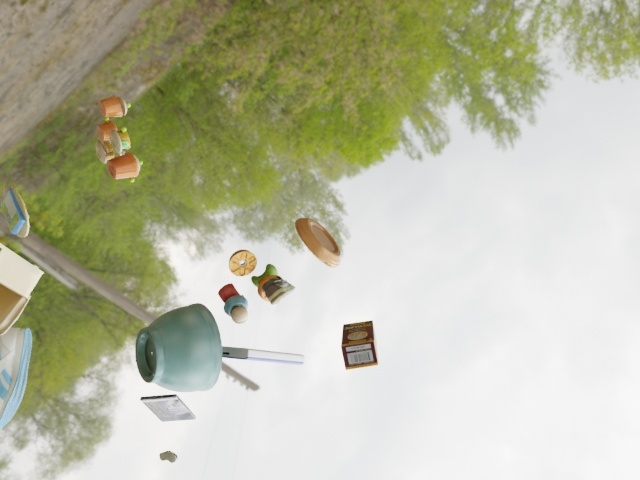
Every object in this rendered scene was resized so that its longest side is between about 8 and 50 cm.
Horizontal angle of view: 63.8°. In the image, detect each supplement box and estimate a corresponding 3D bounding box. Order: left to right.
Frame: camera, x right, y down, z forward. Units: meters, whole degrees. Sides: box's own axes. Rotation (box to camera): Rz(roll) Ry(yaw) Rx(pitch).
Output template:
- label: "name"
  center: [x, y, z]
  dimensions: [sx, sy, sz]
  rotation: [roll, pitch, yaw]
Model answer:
- label: "supplement box"
  center: [0.123, 0.323, 1.606]
  dimensions: [0.103, 0.081, 0.188]
  rotation: [-10, -170, 6]

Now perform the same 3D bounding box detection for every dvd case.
- label: "dvd case"
  center: [-0.653, 0.725, 2.215]
  dimensions: [0.164, 0.221, 0.018]
  rotation: [-7, -134, 9]

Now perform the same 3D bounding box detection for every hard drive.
- label: "hard drive"
  center: [-0.235, 0.420, 1.880]
  dimensions: [0.210, 0.318, 0.041]
  rotation: [-4, -106, 34]

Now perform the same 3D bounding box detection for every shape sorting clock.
- label: "shape sorting clock"
  center: [-1.164, -0.112, 1.963]
  dimensions: [0.206, 0.207, 0.040]
  rotation: [-25, 175, 42]

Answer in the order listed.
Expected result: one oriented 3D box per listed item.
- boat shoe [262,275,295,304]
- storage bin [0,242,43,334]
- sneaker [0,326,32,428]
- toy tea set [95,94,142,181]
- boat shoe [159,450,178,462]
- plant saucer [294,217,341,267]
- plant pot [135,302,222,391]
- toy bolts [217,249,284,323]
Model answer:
- label: "boat shoe"
  center: [-0.131, 0.145, 1.580]
  dimensions: [0.080, 0.073, 0.223]
  rotation: [-37, 177, 3]
- label: "storage bin"
  center: [-0.608, 0.022, 0.763]
  dimensions: [0.260, 0.262, 0.123]
  rotation: [0, -125, 29]
- label: "sneaker"
  center: [-0.737, 0.315, 1.184]
  dimensions: [0.087, 0.092, 0.229]
  rotation: [126, -33, -66]
- label: "toy tea set"
  center: [-0.727, -0.373, 1.889]
  dimensions: [0.124, 0.200, 0.336]
  rotation: [-24, 160, -36]
- label: "boat shoe"
  center: [-0.645, 0.926, 2.210]
  dimensions: [0.125, 0.046, 0.038]
  rotation: [-21, 171, 40]
- label: "plant saucer"
  center: [0.000, 0.000, 1.640]
  dimensions: [0.037, 0.200, 0.200]
  rotation: [-42, -157, 16]
- label: "plant pot"
  center: [-0.478, 0.359, 1.670]
  dimensions: [0.292, 0.196, 0.294]
  rotation: [1, -88, 50]
- label: "toy bolts"
  center: [-0.252, 0.172, 1.773]
  dimensions: [0.228, 0.218, 0.158]
  rotation: [-41, -142, 2]
